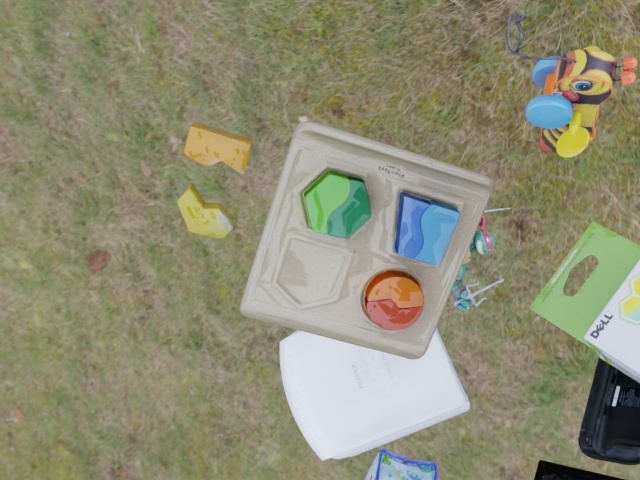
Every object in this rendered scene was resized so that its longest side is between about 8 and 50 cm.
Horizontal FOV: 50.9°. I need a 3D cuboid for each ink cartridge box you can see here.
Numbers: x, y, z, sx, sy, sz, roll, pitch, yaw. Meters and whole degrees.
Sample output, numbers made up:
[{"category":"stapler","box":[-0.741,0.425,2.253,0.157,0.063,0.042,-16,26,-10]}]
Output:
[{"category":"ink cartridge box","box":[0.452,0.083,0.993,0.255,0.097,0.189,36,91,40]}]

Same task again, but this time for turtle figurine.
[{"category":"turtle figurine","box":[0.200,0.027,1.085,0.234,0.118,0.175,-18,100,9]}]

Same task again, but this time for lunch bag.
[{"category":"lunch bag","box":[0.088,0.356,0.816,0.096,0.151,0.129,15,134,3]}]

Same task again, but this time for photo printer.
[{"category":"photo printer","box":[0.085,0.248,1.247,0.307,0.107,0.256,-21,74,2]}]

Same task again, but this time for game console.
[{"category":"game console","box":[0.439,0.304,0.972,0.213,0.361,0.044,3,142,38]}]

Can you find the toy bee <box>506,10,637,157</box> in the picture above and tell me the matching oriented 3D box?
[{"category":"toy bee","box":[0.398,-0.224,1.033,0.162,0.298,0.195,5,89,30]}]

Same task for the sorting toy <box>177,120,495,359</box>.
[{"category":"sorting toy","box":[0.000,0.000,0.683,0.307,0.041,0.229,16,112,-9]}]
